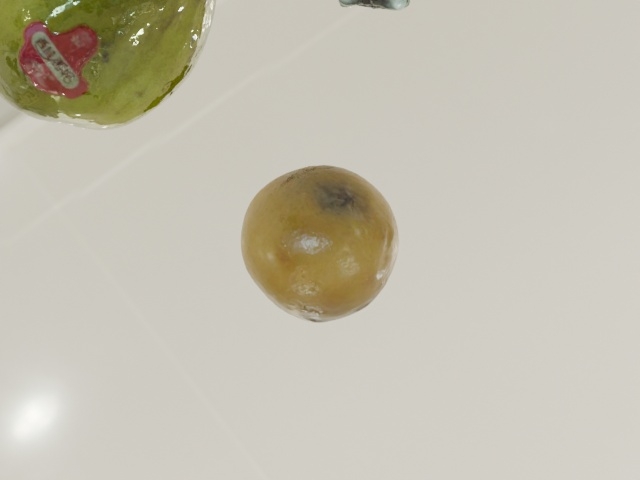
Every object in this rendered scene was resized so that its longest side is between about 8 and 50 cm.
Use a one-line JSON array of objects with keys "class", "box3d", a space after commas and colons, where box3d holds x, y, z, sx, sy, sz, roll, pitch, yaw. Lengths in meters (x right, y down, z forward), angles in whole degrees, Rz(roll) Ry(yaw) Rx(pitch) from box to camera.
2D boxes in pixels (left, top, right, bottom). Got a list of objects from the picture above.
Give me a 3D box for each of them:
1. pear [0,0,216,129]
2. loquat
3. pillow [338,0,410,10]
[{"class": "pear", "box3d": [-0.280, -0.311, 2.192, 0.375, 0.287, 0.287, -40, -165, 16]}, {"class": "loquat", "box3d": [0.000, 0.000, 2.658, 0.263, 0.263, 0.263, -32, -163, 11]}, {"class": "pillow", "box3d": [0.085, -0.316, 1.878, 0.055, 0.091, 0.135, 91, 23, -66]}]
